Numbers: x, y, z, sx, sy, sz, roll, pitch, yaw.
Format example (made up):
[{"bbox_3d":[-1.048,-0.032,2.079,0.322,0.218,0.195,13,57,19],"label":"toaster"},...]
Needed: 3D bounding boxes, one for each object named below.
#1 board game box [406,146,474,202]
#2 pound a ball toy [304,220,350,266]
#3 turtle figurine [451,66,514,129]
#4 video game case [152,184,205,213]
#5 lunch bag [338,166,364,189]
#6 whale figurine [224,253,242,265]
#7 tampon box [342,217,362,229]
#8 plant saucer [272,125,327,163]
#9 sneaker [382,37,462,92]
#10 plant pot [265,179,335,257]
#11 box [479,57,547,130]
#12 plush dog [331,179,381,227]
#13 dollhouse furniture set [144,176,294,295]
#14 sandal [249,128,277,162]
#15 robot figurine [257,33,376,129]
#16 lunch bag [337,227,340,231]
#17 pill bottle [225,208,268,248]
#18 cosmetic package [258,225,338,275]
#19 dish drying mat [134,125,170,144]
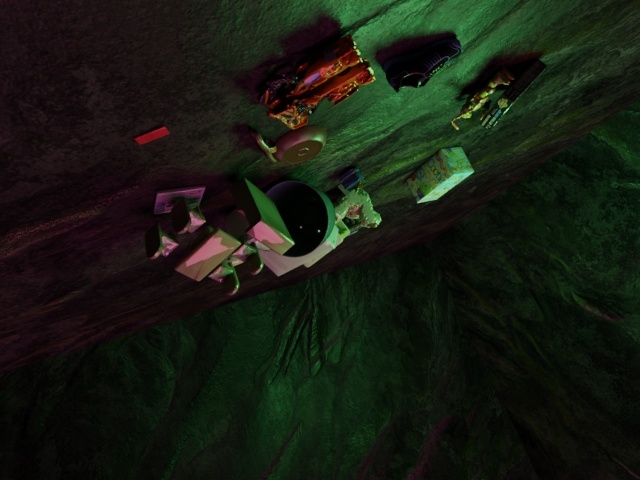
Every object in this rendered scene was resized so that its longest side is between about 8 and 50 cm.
[{"bbox_3d":[0.576,-0.316,2.017,0.145,0.141,0.275,-12,163,-31],"label":"board game box"},{"bbox_3d":[0.000,0.000,2.166,0.319,0.135,0.208,-38,-177,31],"label":"pound a ball toy"},{"bbox_3d":[0.570,-0.505,1.457,0.270,0.087,0.217,-24,165,-41],"label":"turtle figurine"},{"bbox_3d":[-0.483,-0.140,1.410,0.157,0.019,0.143,-13,164,-31],"label":"video game case"},{"bbox_3d":[0.125,-0.263,1.735,0.098,0.065,0.067,-33,177,34],"label":"lunch bag"},{"bbox_3d":[-0.427,0.045,1.987,0.217,0.141,0.272,-23,-171,2],"label":"whale figurine"},{"bbox_3d":[0.181,-0.122,2.195,0.161,0.120,0.101,-24,164,10],"label":"tampon box"},{"bbox_3d":[-0.064,-0.306,1.373,0.199,0.036,0.198,-20,166,-5],"label":"plant saucer"},{"bbox_3d":[0.293,-0.479,1.149,0.233,0.090,0.081,-21,165,-2],"label":"sneaker"},{"bbox_3d":[-0.073,-0.092,1.669,0.293,0.292,0.235,-27,177,19],"label":"plant pot"},{"bbox_3d":[0.681,-0.514,1.470,0.220,0.051,0.175,-46,171,-15],"label":"box"},{"bbox_3d":[0.151,-0.172,1.953,0.263,0.210,0.225,9,176,-5],"label":"plush dog"},{"bbox_3d":[-0.321,0.019,1.427,0.394,0.256,0.362,-41,136,11],"label":"dollhouse furniture set"},{"bbox_3d":[-0.163,-0.290,1.255,0.049,0.072,0.180,-43,161,-4],"label":"sandal"},{"bbox_3d":[-0.016,-0.387,1.057,0.291,0.084,0.211,-28,163,21],"label":"robot figurine"},{"bbox_3d":[0.110,-0.065,2.358,0.219,0.090,0.176,-20,164,-7],"label":"lunch bag"},{"bbox_3d":[-0.270,-0.047,1.757,0.161,0.160,0.283,-25,165,13],"label":"pill bottle"},{"bbox_3d":[-0.118,0.004,1.979,0.366,0.197,0.155,-27,-151,28],"label":"cosmetic package"},{"bbox_3d":[-0.428,-0.268,1.053,0.084,0.008,0.032,-21,164,0],"label":"dish drying mat"}]
